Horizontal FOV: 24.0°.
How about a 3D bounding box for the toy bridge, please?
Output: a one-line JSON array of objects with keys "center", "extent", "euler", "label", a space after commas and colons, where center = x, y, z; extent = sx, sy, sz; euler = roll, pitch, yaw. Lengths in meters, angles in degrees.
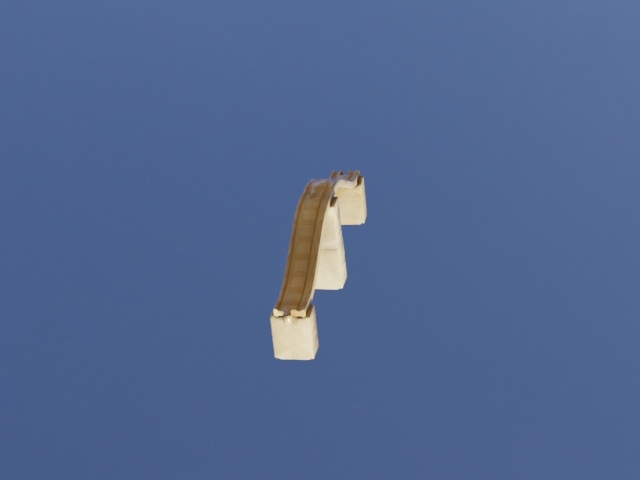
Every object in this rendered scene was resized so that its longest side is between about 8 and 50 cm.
[{"center": [0.000, 0.000, 0.925], "extent": [0.026, 0.063, 0.188], "euler": [1, -152, 12], "label": "toy bridge"}]
